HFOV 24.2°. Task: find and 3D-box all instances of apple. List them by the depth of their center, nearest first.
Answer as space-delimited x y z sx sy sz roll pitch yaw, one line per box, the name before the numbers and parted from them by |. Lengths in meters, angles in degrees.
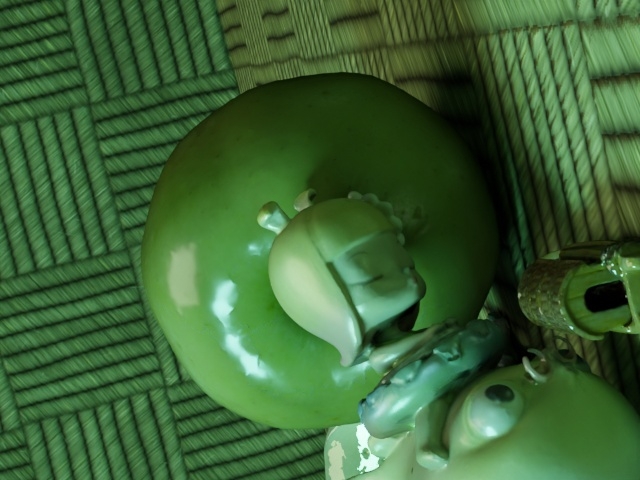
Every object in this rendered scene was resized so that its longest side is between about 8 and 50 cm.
apple | 0.000 0.000 1.455 0.357 0.357 0.357 165 90 -82

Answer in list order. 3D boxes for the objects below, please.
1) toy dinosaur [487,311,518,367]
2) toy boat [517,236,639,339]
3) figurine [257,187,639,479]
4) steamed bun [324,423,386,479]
toy dinosaur | 0.180 0.118 1.505 0.209 0.039 0.082 -85 -22 -83
toy boat | 0.193 0.034 1.090 0.226 0.088 0.068 -176 71 -81
figurine | 0.073 0.126 1.204 0.394 0.226 0.274 52 124 14
steamed bun | 0.098 0.270 1.776 0.200 0.154 0.250 -58 -38 -58
